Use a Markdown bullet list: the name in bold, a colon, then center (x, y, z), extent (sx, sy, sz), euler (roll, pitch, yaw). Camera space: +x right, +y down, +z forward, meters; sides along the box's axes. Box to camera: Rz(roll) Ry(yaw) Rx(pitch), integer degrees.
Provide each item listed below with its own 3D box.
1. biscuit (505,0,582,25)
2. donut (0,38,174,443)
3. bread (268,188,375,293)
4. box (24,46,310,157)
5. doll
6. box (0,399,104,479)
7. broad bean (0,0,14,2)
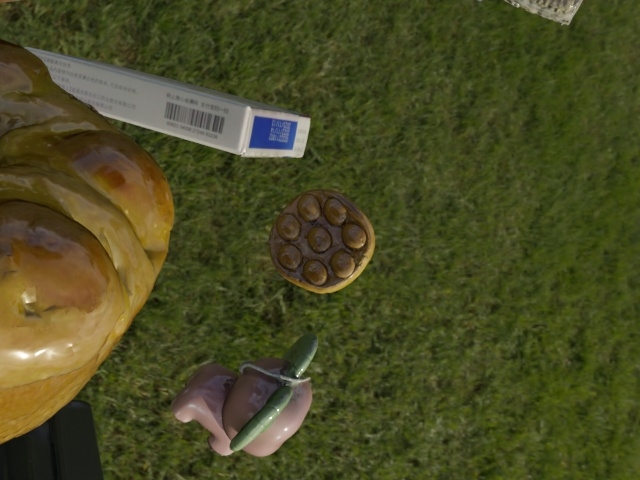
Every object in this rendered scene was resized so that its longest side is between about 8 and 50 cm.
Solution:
- **biscuit**: center (0.339, -0.420, 0.990), extent (0.238, 0.108, 0.062), euler (-66, 168, 10)
- **donut**: center (-0.241, -0.022, 0.384), extent (0.317, 0.150, 0.299), euler (34, 30, 1)
- **bread**: center (0.000, 0.000, 0.746), extent (0.024, 0.110, 0.110), euler (43, 52, -70)
- **box**: center (-0.206, -0.186, 1.004), extent (0.200, 0.344, 0.065), euler (-14, 120, -68)
- **doll**: center (-0.128, 0.297, 1.418), extent (0.216, 0.268, 0.284), euler (41, 35, -7)
- **box**: center (-0.401, 0.400, 0.917), extent (0.205, 0.345, 0.251), euler (14, 114, -31)
- **broad bean**: center (-0.323, -0.276, 0.677), extent (0.165, 0.084, 0.114), euler (10, 59, -11)
